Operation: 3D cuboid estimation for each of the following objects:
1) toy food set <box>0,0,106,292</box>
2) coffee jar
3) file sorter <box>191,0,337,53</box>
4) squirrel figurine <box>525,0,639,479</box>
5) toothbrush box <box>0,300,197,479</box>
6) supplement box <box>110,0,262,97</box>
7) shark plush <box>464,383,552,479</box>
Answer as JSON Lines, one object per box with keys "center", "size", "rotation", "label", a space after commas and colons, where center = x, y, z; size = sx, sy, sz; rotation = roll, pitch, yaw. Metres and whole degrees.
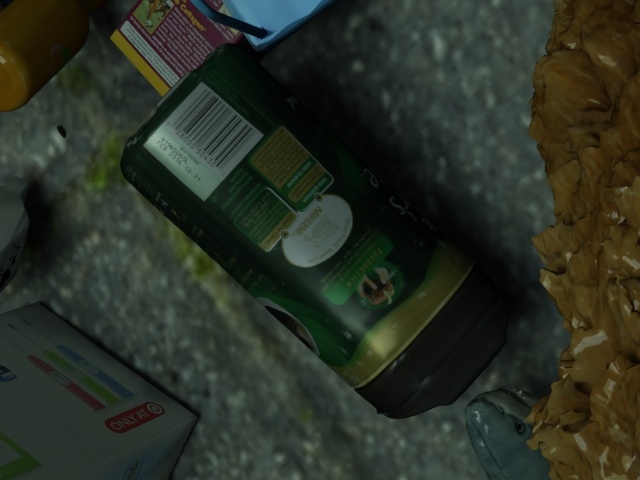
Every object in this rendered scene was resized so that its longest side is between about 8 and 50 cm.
{"center": [-0.189, -0.047, 0.960], "size": [0.111, 0.104, 0.232], "rotation": [27, 130, 7], "label": "toy food set"}
{"center": [0.000, 0.000, 0.827], "size": [0.184, 0.096, 0.079], "rotation": [43, 83, -1], "label": "coffee jar"}
{"center": [-0.003, -0.180, 0.782], "size": [0.170, 0.104, 0.118], "rotation": [-35, 81, 12], "label": "file sorter"}
{"center": [0.245, -0.054, 0.605], "size": [0.397, 0.281, 0.370], "rotation": [1, 93, 23], "label": "squirrel figurine"}
{"center": [-0.210, 0.194, 0.935], "size": [0.122, 0.206, 0.283], "rotation": [33, 113, 20], "label": "toothbrush box"}
{"center": [-0.051, -0.109, 0.882], "size": [0.055, 0.043, 0.083], "rotation": [49, 119, 11], "label": "supplement box"}
{"center": [0.102, 0.142, 0.834], "size": [0.073, 0.067, 0.161], "rotation": [-4, 98, 29], "label": "shark plush"}
